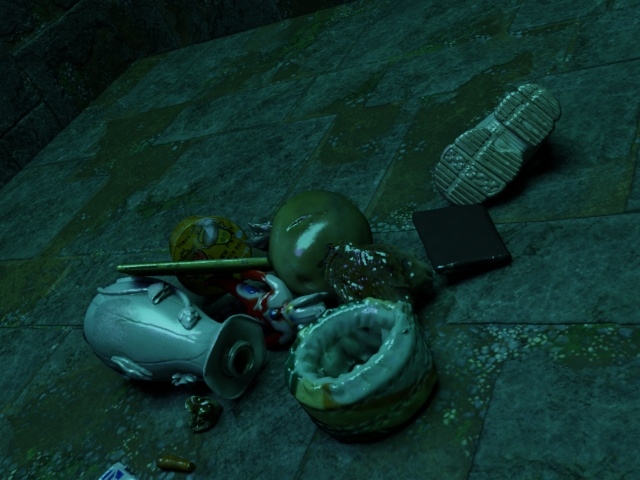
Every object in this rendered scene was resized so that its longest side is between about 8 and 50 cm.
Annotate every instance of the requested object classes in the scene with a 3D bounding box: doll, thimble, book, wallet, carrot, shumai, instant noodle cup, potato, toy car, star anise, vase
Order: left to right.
[{"bbox_3d":[-0.401,0.512,1.599,0.080,0.070,0.171,-44,34,-25],"label":"toy car"},{"bbox_3d":[-0.340,0.224,1.813,0.445,0.250,0.250,10,48,36],"label":"vase"},{"bbox_3d":[-0.304,0.464,1.633,0.093,0.032,0.032,-1,41,32],"label":"carrot"},{"bbox_3d":[-0.265,0.364,1.696,0.083,0.080,0.082,-32,30,-2],"label":"shumai"},{"bbox_3d":[-0.290,0.063,1.891,0.352,0.035,0.239,-2,-4,-2],"label":"book"},{"bbox_3d":[-0.312,0.025,2.115,0.216,0.215,0.172,-35,23,-11],"label":"instant noodle cup"},{"bbox_3d":[-0.120,0.157,1.789,0.384,0.188,0.099,-4,15,44],"label":"doll"},{"bbox_3d":[-0.120,0.001,2.083,0.181,0.061,0.204,12,31,-12],"label":"star anise"},{"bbox_3d":[0.000,0.000,1.881,0.243,0.221,0.326,-29,27,16],"label":"potato"},{"bbox_3d":[0.081,0.243,1.524,0.288,0.167,0.254,-33,33,-6],"label":"thimble"},{"bbox_3d":[0.131,0.095,1.714,0.218,0.183,0.185,22,14,22],"label":"shumai"},{"bbox_3d":[0.319,-0.004,1.782,0.182,0.049,0.229,-7,34,-3],"label":"wallet"}]

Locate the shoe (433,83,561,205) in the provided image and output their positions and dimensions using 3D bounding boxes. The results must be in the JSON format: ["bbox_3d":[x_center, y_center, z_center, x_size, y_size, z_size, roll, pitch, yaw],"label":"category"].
[{"bbox_3d":[0.442,-0.220,1.934,0.351,0.172,0.198,-41,-8,13],"label":"shoe"}]
